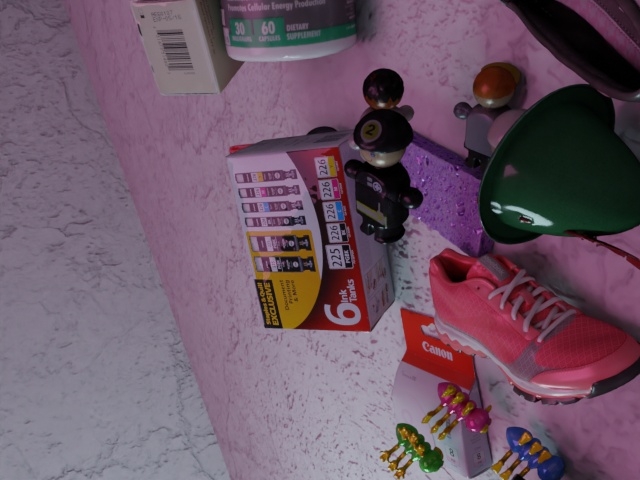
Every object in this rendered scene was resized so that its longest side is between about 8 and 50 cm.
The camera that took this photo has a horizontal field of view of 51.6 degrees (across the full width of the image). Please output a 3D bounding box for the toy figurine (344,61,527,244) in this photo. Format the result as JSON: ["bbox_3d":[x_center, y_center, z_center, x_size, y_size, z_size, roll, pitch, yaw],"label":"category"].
[{"bbox_3d":[0.134,-0.108,0.736,0.209,0.213,0.148,-82,-10,-51],"label":"toy figurine"}]

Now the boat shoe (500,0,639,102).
[{"bbox_3d":[0.227,-0.246,0.621,0.335,0.096,0.112,56,150,31],"label":"boat shoe"}]

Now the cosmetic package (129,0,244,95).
[{"bbox_3d":[-0.178,-0.382,1.100,0.113,0.309,0.160,4,132,18],"label":"cosmetic package"}]

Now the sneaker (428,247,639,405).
[{"bbox_3d":[0.225,0.087,0.783,0.314,0.116,0.136,18,135,60],"label":"sneaker"}]

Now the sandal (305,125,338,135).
[{"bbox_3d":[0.001,-0.085,1.203,0.054,0.097,0.254,-125,38,-56],"label":"sandal"}]

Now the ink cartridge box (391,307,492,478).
[{"bbox_3d":[0.181,0.243,1.078,0.189,0.066,0.232,10,118,62],"label":"ink cartridge box"}]

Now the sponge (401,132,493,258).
[{"bbox_3d":[0.165,-0.071,0.933,0.210,0.031,0.117,41,141,47],"label":"sponge"}]

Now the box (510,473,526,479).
[{"bbox_3d":[0.305,0.473,0.835,0.257,0.079,0.321,31,140,26],"label":"box"}]

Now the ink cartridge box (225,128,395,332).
[{"bbox_3d":[-0.041,-0.012,1.115,0.272,0.130,0.309,-2,109,27],"label":"ink cartridge box"}]

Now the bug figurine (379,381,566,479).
[{"bbox_3d":[0.214,0.318,0.955,0.216,0.072,0.279,46,129,18],"label":"bug figurine"}]

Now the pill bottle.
[{"bbox_3d":[-0.058,-0.452,0.943,0.204,0.204,0.360,32,134,54],"label":"pill bottle"}]

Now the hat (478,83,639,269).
[{"bbox_3d":[0.277,-0.024,0.595,0.183,0.209,0.172,45,124,42],"label":"hat"}]
